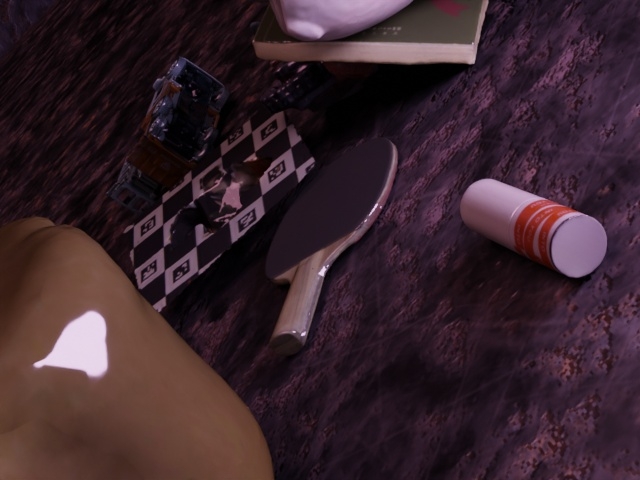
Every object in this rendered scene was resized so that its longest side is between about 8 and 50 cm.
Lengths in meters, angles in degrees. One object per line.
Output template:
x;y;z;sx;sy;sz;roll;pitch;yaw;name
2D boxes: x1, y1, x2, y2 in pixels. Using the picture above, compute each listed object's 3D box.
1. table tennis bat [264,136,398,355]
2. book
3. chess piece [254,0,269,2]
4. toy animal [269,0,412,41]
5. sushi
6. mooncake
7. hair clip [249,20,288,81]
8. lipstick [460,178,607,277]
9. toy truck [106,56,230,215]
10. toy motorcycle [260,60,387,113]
0.000;0.000;1.089;0.138;0.022;0.247;-32;25;33;table tennis bat
0.065;-0.253;1.247;0.201;0.026;0.289;2;42;13;book
-0.065;-0.411;1.784;0.133;0.133;0.243;-32;30;33;chess piece
0.070;-0.269;1.141;0.282;0.140;0.138;-29;60;-14;toy animal
-0.088;-0.025;1.272;0.210;0.040;0.193;-42;29;8;sushi
-0.242;0.213;0.859;0.467;0.262;0.467;-38;21;18;mooncake
-0.041;-0.221;1.520;0.070;0.039;0.229;-41;24;13;hair clip
0.130;-0.010;0.837;0.038;0.038;0.130;-48;22;-3;lipstick
-0.173;-0.122;1.546;0.115;0.080;0.178;-44;21;35;toy truck
0.019;-0.188;1.298;0.118;0.084;0.212;-30;15;33;toy motorcycle
